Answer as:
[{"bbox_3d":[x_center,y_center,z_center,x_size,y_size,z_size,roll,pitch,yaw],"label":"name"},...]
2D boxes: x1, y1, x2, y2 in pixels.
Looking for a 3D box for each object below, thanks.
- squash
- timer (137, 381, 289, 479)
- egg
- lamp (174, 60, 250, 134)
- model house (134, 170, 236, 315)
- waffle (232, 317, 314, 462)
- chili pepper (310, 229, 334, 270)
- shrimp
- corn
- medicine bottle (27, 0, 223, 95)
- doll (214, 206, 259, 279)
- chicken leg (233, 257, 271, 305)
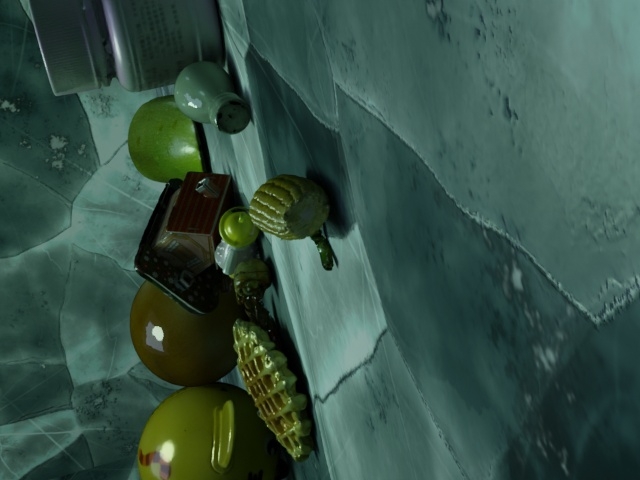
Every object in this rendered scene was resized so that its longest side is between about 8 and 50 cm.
[{"bbox_3d":[-0.337,-0.256,2.439,0.309,0.210,0.234,2,107,49],"label":"squash"},{"bbox_3d":[-0.246,0.513,2.227,0.387,0.376,0.376,-147,44,-71],"label":"timer"},{"bbox_3d":[-0.304,0.189,2.249,0.351,0.282,0.283,-113,13,-65],"label":"egg"},{"bbox_3d":[-0.177,-0.233,1.607,0.193,0.106,0.106,43,146,52],"label":"lamp"},{"bbox_3d":[-0.228,-0.018,1.961,0.207,0.154,0.294,39,-143,-23],"label":"model house"},{"bbox_3d":[-0.093,0.272,1.778,0.261,0.056,0.250,39,147,54],"label":"waffle"},{"bbox_3d":[0.000,0.000,1.204,0.027,0.022,0.083,26,-139,-60],"label":"chili pepper"},{"bbox_3d":[-0.094,0.213,1.835,0.133,0.053,0.236,-133,27,-71],"label":"shrimp"},{"bbox_3d":[-0.038,-0.040,1.174,0.063,0.085,0.165,64,170,-16],"label":"corn"},{"bbox_3d":[-0.342,-0.381,1.686,0.241,0.301,0.241,166,90,-79],"label":"medicine bottle"},{"bbox_3d":[-0.155,0.002,1.805,0.207,0.081,0.129,107,-179,-61],"label":"doll"},{"bbox_3d":[-0.128,0.076,1.786,0.093,0.070,0.178,-64,2,0],"label":"chicken leg"}]
